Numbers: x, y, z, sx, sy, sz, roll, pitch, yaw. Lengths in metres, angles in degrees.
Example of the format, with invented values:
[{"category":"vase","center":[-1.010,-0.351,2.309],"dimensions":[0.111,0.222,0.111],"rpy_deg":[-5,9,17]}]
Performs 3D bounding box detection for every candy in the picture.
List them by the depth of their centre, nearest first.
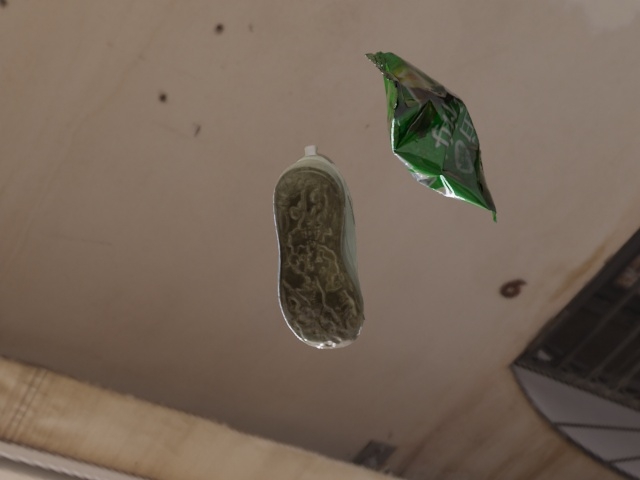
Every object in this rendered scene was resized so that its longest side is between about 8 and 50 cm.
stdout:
[{"category":"candy","center":[0.123,-0.116,0.877],"dimensions":[0.203,0.078,0.141],"rpy_deg":[39,-138,-28]}]

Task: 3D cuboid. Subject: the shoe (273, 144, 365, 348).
[{"category":"shoe","center":[0.000,0.000,1.174],"dimensions":[0.124,0.316,0.159],"rpy_deg":[-2,-146,4]}]
